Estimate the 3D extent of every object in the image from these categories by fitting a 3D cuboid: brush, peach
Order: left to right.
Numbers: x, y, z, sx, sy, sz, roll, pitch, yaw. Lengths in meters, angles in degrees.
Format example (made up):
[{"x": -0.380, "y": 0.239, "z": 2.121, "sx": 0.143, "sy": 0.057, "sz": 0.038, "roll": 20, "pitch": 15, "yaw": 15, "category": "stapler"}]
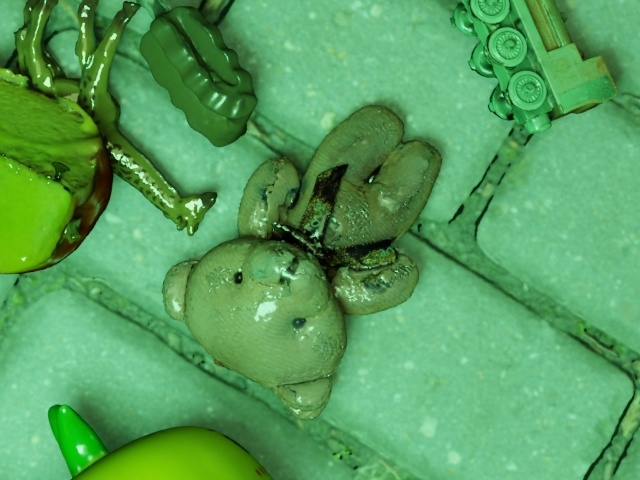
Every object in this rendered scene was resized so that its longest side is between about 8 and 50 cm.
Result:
[{"x": -0.322, "y": -0.074, "z": 1.441, "sx": 0.267, "sy": 0.159, "sz": 0.154, "roll": 23, "pitch": 118, "yaw": 6, "category": "peach"}, {"x": -0.159, "y": -0.228, "z": 1.500, "sx": 0.071, "sy": 0.084, "sz": 0.301, "roll": -33, "pitch": 83, "yaw": -25, "category": "brush"}]

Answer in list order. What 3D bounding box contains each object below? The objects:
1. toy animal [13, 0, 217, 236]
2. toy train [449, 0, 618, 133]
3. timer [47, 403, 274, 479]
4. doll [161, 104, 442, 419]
[{"x": -0.204, "y": -0.121, "z": 1.494, "sx": 0.149, "sy": 0.054, "sz": 0.276, "roll": -18, "pitch": 100, "yaw": 14, "category": "toy animal"}, {"x": 0.206, "y": -0.195, "z": 1.535, "sx": 0.118, "sy": 0.074, "sz": 0.176, "roll": -21, "pitch": 86, "yaw": -15, "category": "toy train"}, {"x": -0.172, "y": 0.256, "z": 1.401, "sx": 0.285, "sy": 0.285, "sz": 0.285, "roll": 0, "pitch": 88, "yaw": -5, "category": "timer"}, {"x": 0.000, "y": 0.000, "z": 1.471, "sx": 0.201, "sy": 0.156, "sz": 0.303, "roll": 36, "pitch": 81, "yaw": 3, "category": "doll"}]
